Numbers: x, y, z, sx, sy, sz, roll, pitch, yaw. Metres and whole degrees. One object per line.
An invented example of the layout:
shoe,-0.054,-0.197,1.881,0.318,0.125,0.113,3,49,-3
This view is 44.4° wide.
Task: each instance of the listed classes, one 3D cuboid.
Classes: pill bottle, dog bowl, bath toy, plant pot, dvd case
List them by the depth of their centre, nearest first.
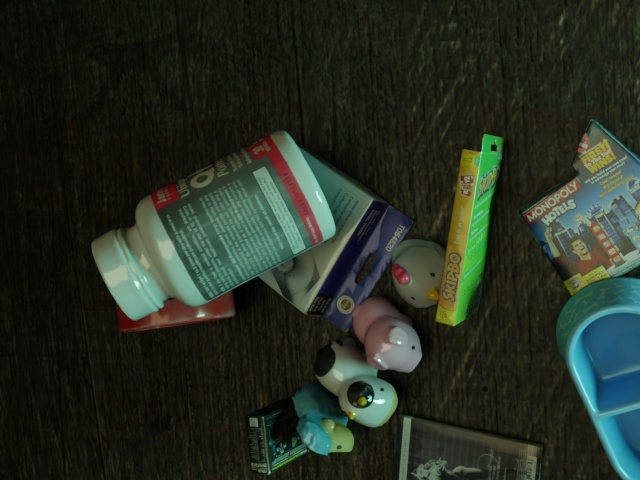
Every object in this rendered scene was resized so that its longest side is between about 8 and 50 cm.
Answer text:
dog bowl,0.414,0.195,1.009,0.165,0.074,0.297,-23,95,23
pill bottle,-0.153,-0.014,1.125,0.318,0.176,0.176,-28,81,-5
bath toy,0.084,0.157,1.169,0.151,0.129,0.348,37,108,19
dvd case,0.216,0.363,1.181,0.221,0.018,0.165,7,98,25
plant pot,-0.245,0.056,1.288,0.191,0.191,0.174,-12,85,26

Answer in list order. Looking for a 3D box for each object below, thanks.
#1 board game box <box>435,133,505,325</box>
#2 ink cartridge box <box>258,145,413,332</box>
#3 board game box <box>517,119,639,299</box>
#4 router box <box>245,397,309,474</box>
board game box,0.212,-0.018,1.095,0.039,0.124,0.260,14,100,25
ink cartridge box,0.000,0.000,1.243,0.224,0.045,0.223,35,108,19
board game box,0.376,-0.052,1.048,0.194,0.060,0.194,-34,79,24
router box,-0.068,0.311,1.258,0.038,0.122,0.092,-6,90,30
